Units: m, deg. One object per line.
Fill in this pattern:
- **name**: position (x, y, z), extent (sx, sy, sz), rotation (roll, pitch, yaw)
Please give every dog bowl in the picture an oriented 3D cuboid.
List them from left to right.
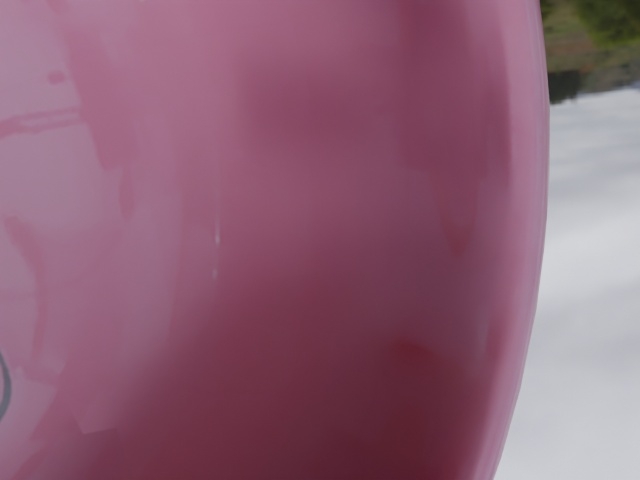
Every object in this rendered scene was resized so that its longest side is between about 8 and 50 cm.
- **dog bowl**: position (-0.102, 0.002, 0.260), extent (0.150, 0.408, 0.408), rotation (14, -162, 43)
